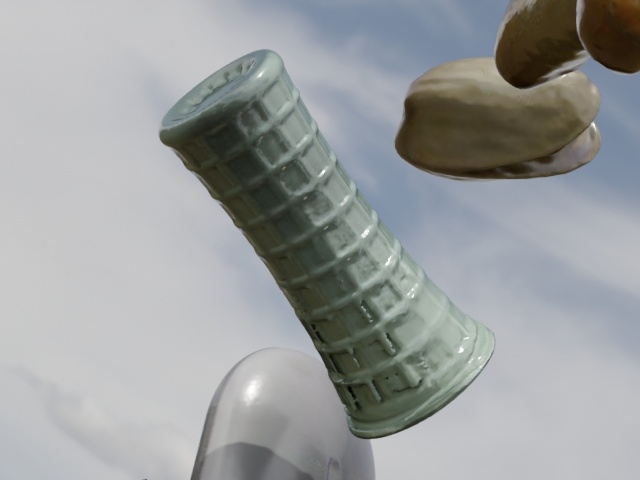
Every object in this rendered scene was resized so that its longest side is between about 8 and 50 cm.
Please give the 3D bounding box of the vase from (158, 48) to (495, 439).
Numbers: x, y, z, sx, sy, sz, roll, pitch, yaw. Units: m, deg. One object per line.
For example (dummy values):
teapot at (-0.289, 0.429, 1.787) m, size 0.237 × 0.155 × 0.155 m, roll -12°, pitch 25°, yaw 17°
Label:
vase at (0.000, 0.000, 1.413) m, size 0.299 × 0.143 × 0.143 m, roll 54°, pitch -22°, yaw -18°

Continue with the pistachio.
pistachio at (0.176, -0.116, 1.787) m, size 0.206 × 0.131 × 0.129 m, roll 0°, pitch -31°, yaw 13°

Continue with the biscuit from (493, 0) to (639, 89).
biscuit at (0.137, -0.120, 0.660) m, size 0.047 × 0.164 × 0.208 m, roll 46°, pitch -1°, yaw -4°

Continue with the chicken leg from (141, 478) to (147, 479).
chicken leg at (-0.172, 0.303, 1.685) m, size 0.105 × 0.063 × 0.234 m, roll 4°, pitch 29°, yaw -28°

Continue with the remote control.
remote control at (-0.036, 0.249, 1.550) m, size 0.103 × 0.332 × 0.221 m, roll -10°, pitch -39°, yaw 34°
